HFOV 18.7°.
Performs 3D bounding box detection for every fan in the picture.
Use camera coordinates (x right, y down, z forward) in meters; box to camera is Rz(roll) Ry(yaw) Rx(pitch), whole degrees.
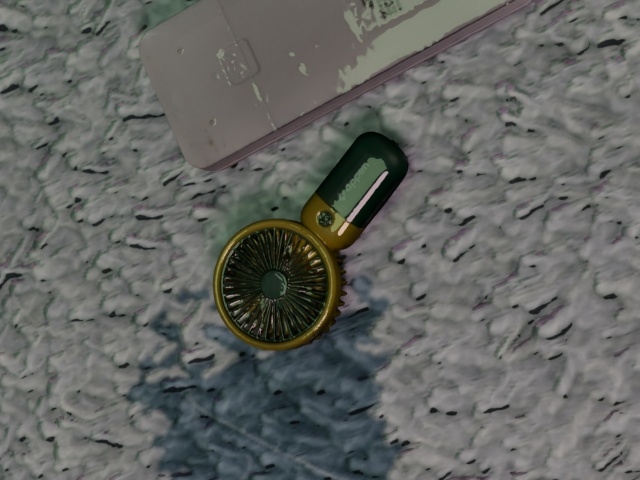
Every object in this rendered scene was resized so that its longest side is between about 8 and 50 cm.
[{"bbox_3d":[0.000,0.000,1.200,0.082,0.039,0.155,43,102,16],"label":"fan"}]

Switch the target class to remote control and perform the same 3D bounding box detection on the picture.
[{"bbox_3d":[0.008,-0.138,1.200,0.250,0.034,0.103,-28,80,19],"label":"remote control"}]
